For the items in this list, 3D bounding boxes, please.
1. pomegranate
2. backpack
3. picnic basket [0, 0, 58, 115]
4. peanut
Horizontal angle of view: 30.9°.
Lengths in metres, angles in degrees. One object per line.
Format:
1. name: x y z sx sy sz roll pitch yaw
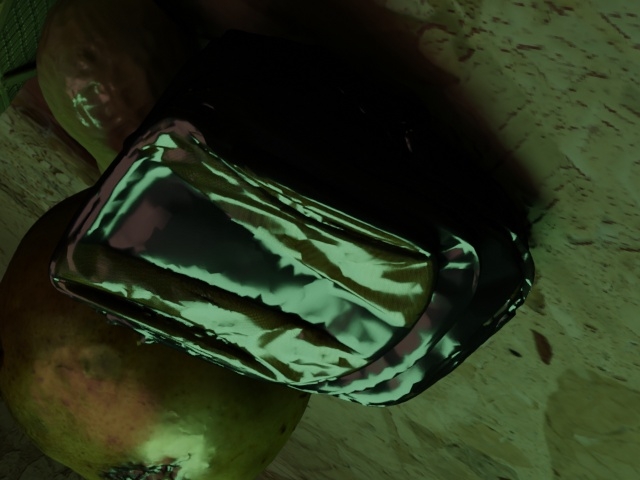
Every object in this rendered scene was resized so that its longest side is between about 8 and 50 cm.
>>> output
1. pomegranate: -0.122 0.074 0.888 0.260 0.260 0.260 29 160 11
2. backpack: 0.000 0.000 0.636 0.258 0.133 0.206 30 130 -20
3. picnic basket: -0.223 -0.158 0.701 0.115 0.079 0.164 31 161 3
4. peanut: -0.110 -0.077 0.709 0.098 0.090 0.214 30 161 26
